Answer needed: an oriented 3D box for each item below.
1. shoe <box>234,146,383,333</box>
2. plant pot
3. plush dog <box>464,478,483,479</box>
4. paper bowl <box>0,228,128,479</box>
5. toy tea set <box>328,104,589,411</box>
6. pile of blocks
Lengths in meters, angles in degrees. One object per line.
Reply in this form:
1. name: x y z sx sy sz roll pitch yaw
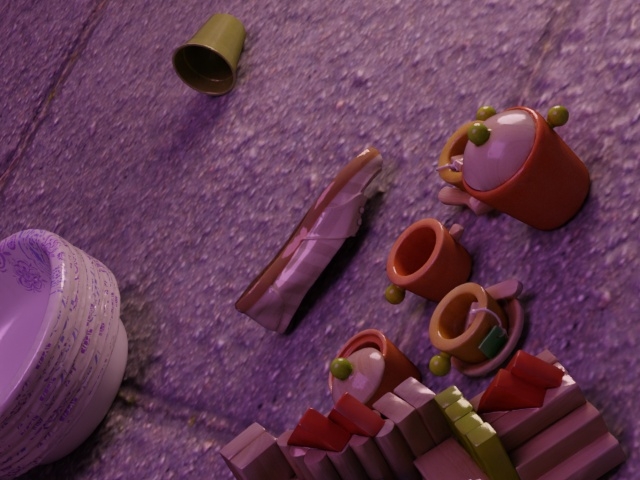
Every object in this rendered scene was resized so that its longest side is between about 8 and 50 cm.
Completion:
1. shoe: 0.000 0.000 2.028 0.219 0.058 0.076 -52 1 -1
2. plant pot: -0.127 -0.233 2.392 0.083 0.083 0.079 -19 34 44
3. plush dog: 0.179 0.316 1.412 0.225 0.211 0.262 46 128 44
4. paper bowl: -0.330 0.141 2.242 0.284 0.148 0.284 -33 38 31
5. toy tea set: 0.108 0.009 1.798 0.200 0.124 0.336 5 65 55
6. pile of blocks: 0.058 0.180 1.612 0.362 0.112 0.149 -20 33 15
